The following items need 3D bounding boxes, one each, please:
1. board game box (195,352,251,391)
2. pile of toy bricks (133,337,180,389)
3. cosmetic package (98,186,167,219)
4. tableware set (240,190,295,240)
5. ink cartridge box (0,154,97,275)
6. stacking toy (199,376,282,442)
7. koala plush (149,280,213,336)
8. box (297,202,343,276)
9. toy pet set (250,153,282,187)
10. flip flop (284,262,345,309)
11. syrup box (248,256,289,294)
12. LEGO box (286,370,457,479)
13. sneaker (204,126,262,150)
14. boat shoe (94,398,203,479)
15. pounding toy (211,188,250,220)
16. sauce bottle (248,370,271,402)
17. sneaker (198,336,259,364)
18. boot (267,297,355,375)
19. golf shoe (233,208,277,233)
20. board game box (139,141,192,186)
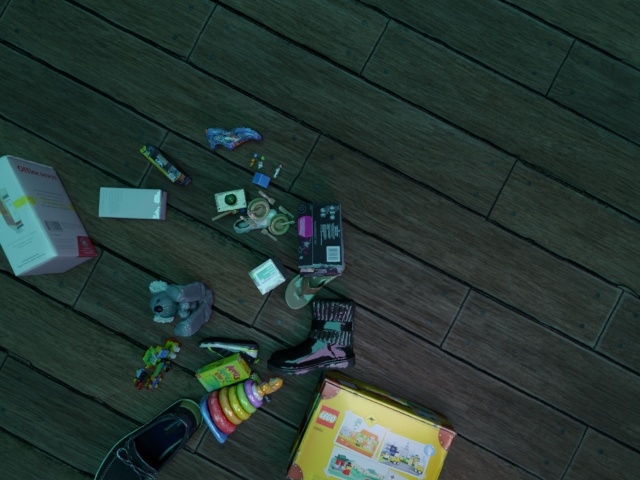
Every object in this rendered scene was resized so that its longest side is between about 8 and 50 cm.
[{"bbox_3d":[-0.365,0.496,1.670,0.182,0.043,0.092,-23,112,14],"label":"board game box"},{"bbox_3d":[-0.640,0.458,1.688,0.105,0.118,0.212,36,99,33],"label":"pile of toy bricks"},{"bbox_3d":[-0.715,-0.139,1.703,0.231,0.085,0.117,4,89,-2],"label":"cosmetic package"},{"bbox_3d":[-0.189,-0.085,1.672,0.194,0.039,0.128,36,89,-35],"label":"tableware set"},{"bbox_3d":[-1.021,-0.080,1.605,0.161,0.279,0.384,-27,88,0],"label":"ink cartridge box"},{"bbox_3d":[-0.273,0.580,1.631,0.302,0.175,0.165,-30,91,3],"label":"stacking toy"},{"bbox_3d":[-0.541,0.239,1.667,0.222,0.203,0.196,-5,101,21],"label":"koala plush"},{"bbox_3d":[0.000,0.000,1.641,0.164,0.142,0.247,-1,72,0],"label":"box"},{"bbox_3d":[-0.223,-0.268,1.714,0.122,0.065,0.114,22,89,1],"label":"toy pet set"},{"bbox_3d":[-0.023,0.154,1.696,0.277,0.080,0.112,-36,89,-1],"label":"flip flop"},{"bbox_3d":[-0.182,0.122,1.619,0.093,0.237,0.096,-34,89,0],"label":"syrup box"},{"bbox_3d":[0.175,0.743,1.626,0.501,0.193,0.372,23,89,1],"label":"LEGO box"},{"bbox_3d":[-0.332,-0.392,1.719,0.222,0.083,0.086,0,102,5],"label":"sneaker"},{"bbox_3d":[-0.652,0.789,1.647,0.500,0.156,0.186,-41,91,0],"label":"boat shoe"},{"bbox_3d":[-0.337,-0.130,1.672,0.130,0.141,0.100,-10,89,0],"label":"pounding toy"},{"bbox_3d":[-0.234,0.564,1.706,0.042,0.042,0.128,-31,88,-1],"label":"sauce bottle"},{"bbox_3d":[-0.350,0.427,1.689,0.235,0.084,0.097,7,91,0],"label":"sneaker"},{"bbox_3d":[-0.034,0.349,1.664,0.349,0.131,0.259,-5,96,-11],"label":"boot"},{"bbox_3d":[-0.248,-0.073,1.700,0.176,0.086,0.069,-23,87,-2],"label":"golf shoe"},{"bbox_3d":[-0.577,-0.283,1.676,0.170,0.141,0.048,43,91,0],"label":"board game box"}]
